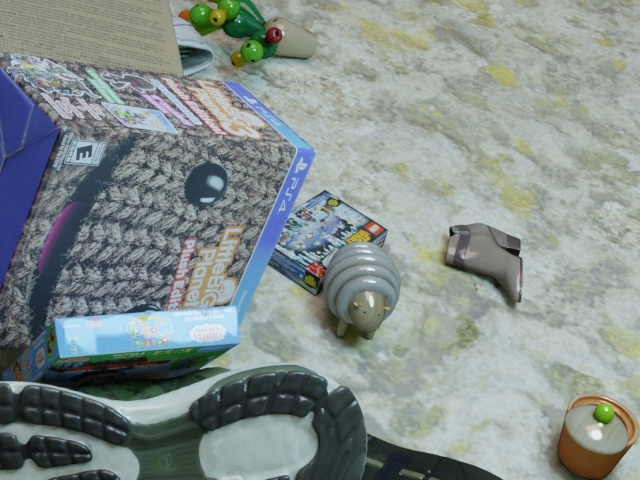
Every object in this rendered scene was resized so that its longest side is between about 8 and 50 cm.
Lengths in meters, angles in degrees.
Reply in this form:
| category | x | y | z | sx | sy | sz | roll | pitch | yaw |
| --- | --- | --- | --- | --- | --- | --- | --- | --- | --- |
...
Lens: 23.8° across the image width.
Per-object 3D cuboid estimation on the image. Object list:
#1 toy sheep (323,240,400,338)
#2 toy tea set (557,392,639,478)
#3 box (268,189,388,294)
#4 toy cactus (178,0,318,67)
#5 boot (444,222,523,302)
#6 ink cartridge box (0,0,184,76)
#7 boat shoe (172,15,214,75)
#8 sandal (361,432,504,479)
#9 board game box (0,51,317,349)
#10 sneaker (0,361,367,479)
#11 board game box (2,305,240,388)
| category | x | y | z | sx | sy | sz | roll | pitch | yaw |
| --- | --- | --- | --- | --- | --- | --- | --- | --- | --- |
| toy sheep | 0.042 | 0.047 | 1.600 | 0.091 | 0.091 | 0.132 | 4 | 38 | -16 |
| toy tea set | 0.404 | 0.210 | 1.498 | 0.336 | 0.124 | 0.200 | 3 | 39 | -17 |
| box | 0.000 | 0.000 | 1.693 | 0.094 | 0.027 | 0.137 | 33 | 40 | 19 |
| toy cactus | -0.086 | -0.285 | 1.971 | 0.180 | 0.112 | 0.219 | 13 | 15 | -30 |
| boot | 0.185 | 0.024 | 1.729 | 0.087 | 0.042 | 0.118 | 7 | 36 | -2 |
| ink cartridge box | -0.278 | -0.211 | 1.680 | 0.234 | 0.088 | 0.193 | 10 | 44 | -26 |
| boat shoe | -0.218 | -0.224 | 1.850 | 0.076 | 0.083 | 0.226 | 34 | 40 | 24 |
| sandal | 0.076 | 0.249 | 1.367 | 0.302 | 0.086 | 0.120 | 21 | 37 | 32 |
| board game box | -0.188 | -0.030 | 1.425 | 0.291 | 0.232 | 0.141 | 2 | 31 | -43 |
| sneaker | -0.171 | 0.182 | 1.334 | 0.410 | 0.158 | 0.182 | -1 | 3 | -6 |
| board game box | -0.182 | 0.104 | 1.353 | 0.160 | 0.211 | 0.039 | -3 | 76 | -24 |
